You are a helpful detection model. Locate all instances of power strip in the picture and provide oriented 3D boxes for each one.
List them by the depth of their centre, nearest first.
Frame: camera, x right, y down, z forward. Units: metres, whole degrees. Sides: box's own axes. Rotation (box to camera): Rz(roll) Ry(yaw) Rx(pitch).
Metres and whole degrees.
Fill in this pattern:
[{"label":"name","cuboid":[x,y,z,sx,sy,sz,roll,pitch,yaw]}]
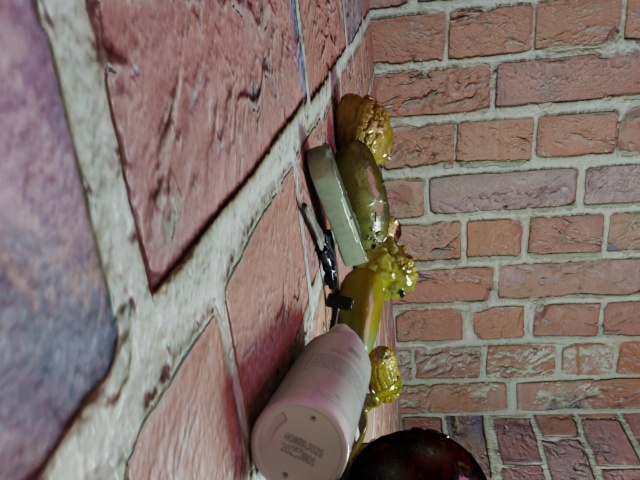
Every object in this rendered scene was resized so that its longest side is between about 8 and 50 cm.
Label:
[{"label":"power strip","cuboid":[0.030,-0.058,1.091,0.286,0.048,0.080,68,8,-51]}]

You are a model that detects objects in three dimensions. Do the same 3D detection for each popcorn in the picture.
[{"label":"popcorn","cuboid":[0.174,0.081,1.662,0.142,0.173,0.173,-150,-127,-71]}]

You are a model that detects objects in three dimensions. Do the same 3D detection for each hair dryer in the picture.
[{"label":"hair dryer","cuboid":[0.028,0.138,1.133,0.026,0.047,0.083,49,53,-76]}]

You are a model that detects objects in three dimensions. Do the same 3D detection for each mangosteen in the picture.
[{"label":"mangosteen","cuboid":[0.181,0.516,1.229,0.311,0.311,0.311,-3,90,-81]}]

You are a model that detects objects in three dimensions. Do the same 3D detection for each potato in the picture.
[{"label":"potato","cuboid":[0.089,-0.098,1.359,0.149,0.113,0.251,-73,159,-69]}]

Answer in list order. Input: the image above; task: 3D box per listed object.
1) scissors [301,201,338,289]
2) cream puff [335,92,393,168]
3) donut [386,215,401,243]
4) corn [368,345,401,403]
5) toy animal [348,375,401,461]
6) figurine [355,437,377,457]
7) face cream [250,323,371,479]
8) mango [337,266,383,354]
[{"label":"scissors","cuboid":[0.000,0.000,1.052,0.300,0.022,0.109,62,23,-68]},{"label":"cream puff","cuboid":[0.103,-0.246,1.466,0.189,0.129,0.189,-3,90,-78]},{"label":"donut","cuboid":[0.158,-0.020,1.734,0.140,0.140,0.059,73,27,-56]},{"label":"corn","cuboid":[0.183,0.396,1.864,0.313,0.102,0.102,69,19,-57]},{"label":"toy animal","cuboid":[0.066,0.293,1.157,0.219,0.095,0.155,-52,150,-27]},{"label":"figurine","cuboid":[0.148,0.551,1.480,0.263,0.143,0.162,54,24,-43]},{"label":"face cream","cuboid":[0.005,0.178,0.764,0.345,0.102,0.102,-25,112,-80]},{"label":"mango","cuboid":[0.077,0.147,1.268,0.130,0.092,0.194,79,16,-48]}]
